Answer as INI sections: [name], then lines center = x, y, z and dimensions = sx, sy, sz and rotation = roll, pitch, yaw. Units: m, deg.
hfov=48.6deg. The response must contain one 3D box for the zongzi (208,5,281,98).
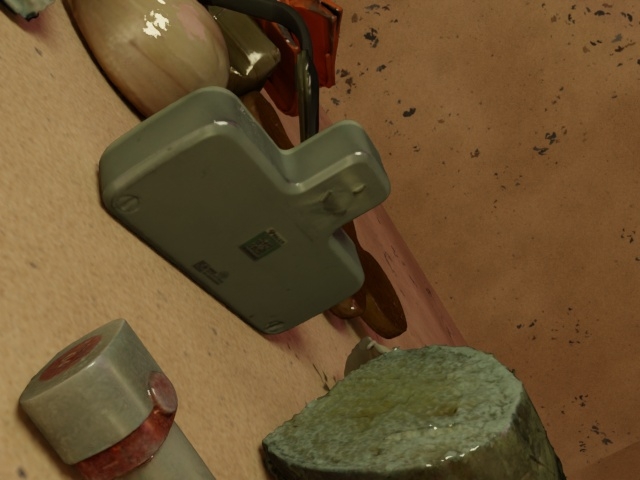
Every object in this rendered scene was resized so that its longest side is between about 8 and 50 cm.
[zongzi]
center = -0.166, -0.309, 1.076
dimensions = 0.228, 0.115, 0.256
rotation = 48, -3, -3

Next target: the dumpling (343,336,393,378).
[dumpling]
center = 0.082, 0.201, 0.803
dimensions = 0.111, 0.181, 0.155
rotation = 6, 9, -33

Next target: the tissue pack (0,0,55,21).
[tissue pack]
center = -0.280, -0.307, 0.573
dimensions = 0.173, 0.073, 0.236
rotation = 49, 15, -48

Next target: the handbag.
[handbag]
center = -0.129, -0.414, 1.152
dimensions = 0.410, 0.116, 0.303
rotation = 51, -7, 10

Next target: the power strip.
[power strip]
center = -0.035, -0.027, 0.609
dimensions = 0.265, 0.193, 0.059
rotation = 49, 17, -47

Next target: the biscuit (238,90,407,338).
[biscuit]
center = -0.001, 0.000, 1.040
dimensions = 0.432, 0.064, 0.283
rotation = 51, 19, -32

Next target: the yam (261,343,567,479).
[yam]
center = 0.113, 0.237, 0.564
dimensions = 0.202, 0.201, 0.272
rotation = -33, 110, -42

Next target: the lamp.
[lamp]
center = -0.084, -0.200, 0.866
dimensions = 0.283, 0.124, 0.203
rotation = 32, -37, 25

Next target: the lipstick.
[lipstick]
center = -0.073, 0.133, 0.368
dimensions = 0.186, 0.057, 0.063
rotation = 59, 10, -16

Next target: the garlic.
[garlic]
center = -0.164, -0.200, 0.717
dimensions = 0.207, 0.115, 0.128
rotation = 48, 21, -35
